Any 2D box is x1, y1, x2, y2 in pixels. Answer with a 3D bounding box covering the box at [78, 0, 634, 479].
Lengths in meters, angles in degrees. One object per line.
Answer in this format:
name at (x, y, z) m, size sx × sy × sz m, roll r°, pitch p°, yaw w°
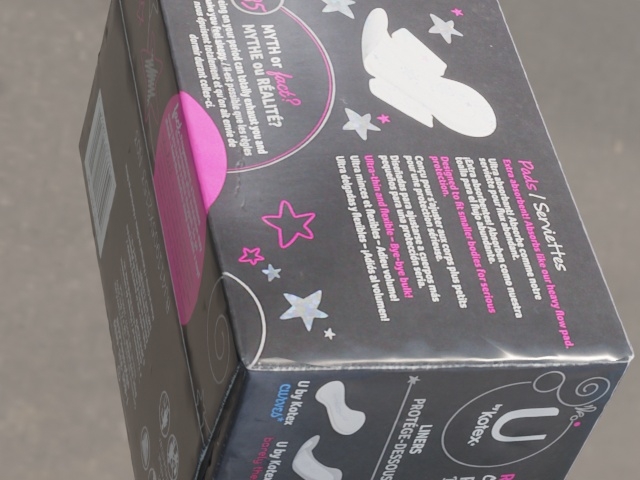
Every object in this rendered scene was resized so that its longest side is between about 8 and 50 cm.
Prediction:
box at (0.000, 0.000, 0.757) m, size 0.163 × 0.142 × 0.247 m, roll 109°, pitch -25°, yaw -46°
